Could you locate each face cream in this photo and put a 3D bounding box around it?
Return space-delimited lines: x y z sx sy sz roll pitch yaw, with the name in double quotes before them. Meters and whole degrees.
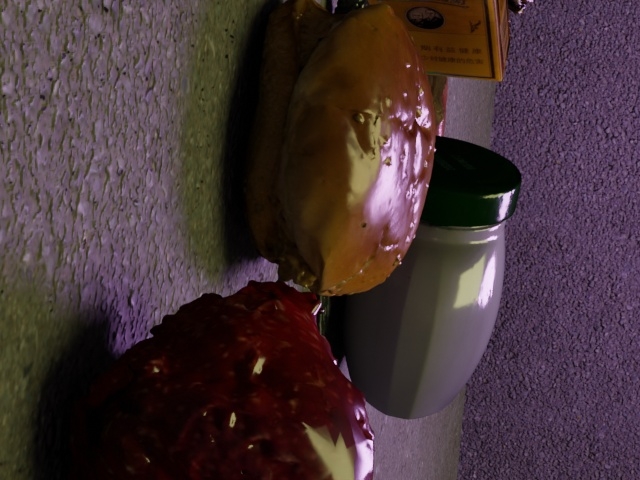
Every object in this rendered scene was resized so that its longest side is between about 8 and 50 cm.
"face cream" 0.149 0.051 1.672 0.312 0.219 0.357 -69 169 -64

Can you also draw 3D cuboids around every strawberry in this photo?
"strawberry" -0.080 0.160 0.876 0.274 0.220 0.274 -34 -129 57

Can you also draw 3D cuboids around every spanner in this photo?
"spanner" 0.000 0.000 1.490 0.093 0.026 0.326 -65 159 -49

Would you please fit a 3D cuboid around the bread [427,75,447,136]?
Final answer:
"bread" 0.184 -0.207 2.055 0.119 0.067 0.193 -74 167 -63

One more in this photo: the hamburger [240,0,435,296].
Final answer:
"hamburger" 0.019 -0.091 1.226 0.290 0.170 0.314 22 77 -70

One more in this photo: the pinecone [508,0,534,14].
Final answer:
"pinecone" 0.233 -0.434 1.824 0.257 0.243 0.243 -61 164 -4

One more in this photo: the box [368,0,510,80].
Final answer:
"box" 0.151 -0.321 1.592 0.301 0.192 0.084 58 40 -69

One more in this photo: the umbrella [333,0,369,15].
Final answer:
"umbrella" 0.050 -0.225 1.454 0.066 0.059 0.236 -49 128 -66
